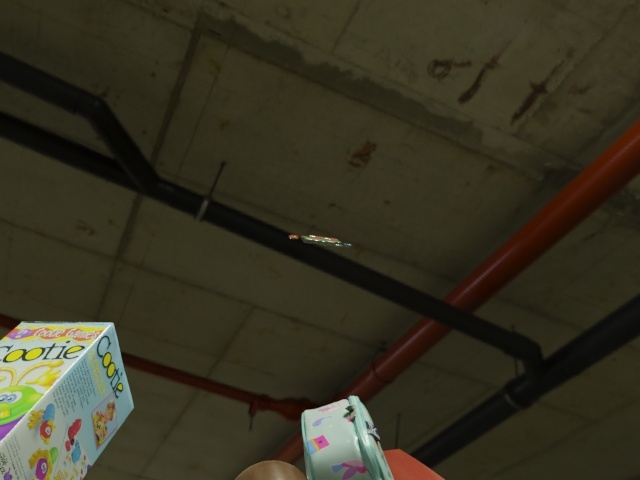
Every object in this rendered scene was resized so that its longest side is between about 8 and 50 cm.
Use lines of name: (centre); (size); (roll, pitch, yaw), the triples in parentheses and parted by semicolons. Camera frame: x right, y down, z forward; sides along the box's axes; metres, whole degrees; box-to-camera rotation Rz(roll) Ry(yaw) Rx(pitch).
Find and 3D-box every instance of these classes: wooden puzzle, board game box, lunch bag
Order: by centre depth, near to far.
board game box: (-0.362, 0.227, 0.831); (0.142, 0.275, 0.144); (-1, -67, 13)
wooden puzzle: (0.000, 0.000, 0.898); (0.083, 0.049, 0.006); (8, -84, -9)
lunch bag: (0.058, 0.365, 0.976); (0.108, 0.224, 0.279); (-18, -84, 2)

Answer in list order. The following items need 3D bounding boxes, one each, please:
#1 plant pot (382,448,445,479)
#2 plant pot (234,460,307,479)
plant pot: (0.156, 0.622, 1.543); (0.267, 0.235, 0.267); (-51, -34, 15)
plant pot: (-0.095, 0.639, 1.540); (0.215, 0.215, 0.230); (21, -3, -14)
